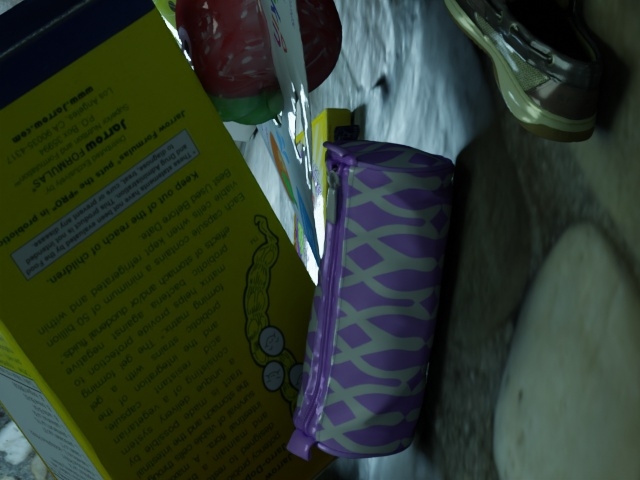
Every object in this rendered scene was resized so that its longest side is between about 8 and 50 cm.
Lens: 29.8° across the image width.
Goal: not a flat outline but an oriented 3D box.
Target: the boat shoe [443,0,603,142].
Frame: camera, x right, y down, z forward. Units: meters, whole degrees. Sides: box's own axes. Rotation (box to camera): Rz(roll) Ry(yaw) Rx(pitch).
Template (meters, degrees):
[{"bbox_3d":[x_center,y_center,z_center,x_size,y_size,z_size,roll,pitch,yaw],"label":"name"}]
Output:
[{"bbox_3d":[0.104,-0.112,0.597,0.152,0.056,0.049,-113,33,-40],"label":"boat shoe"}]

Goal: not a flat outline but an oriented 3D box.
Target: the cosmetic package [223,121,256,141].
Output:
[{"bbox_3d":[-0.099,-0.243,1.386,0.099,0.060,0.239,126,144,-66],"label":"cosmetic package"}]

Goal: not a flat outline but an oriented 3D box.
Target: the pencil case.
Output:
[{"bbox_3d":[0.031,0.035,0.763,0.086,0.088,0.206,17,108,43],"label":"pencil case"}]

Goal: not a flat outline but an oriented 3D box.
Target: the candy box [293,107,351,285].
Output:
[{"bbox_3d":[0.000,0.000,1.016,0.105,0.027,0.205,153,119,-70],"label":"candy box"}]

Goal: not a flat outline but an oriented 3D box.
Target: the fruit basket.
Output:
[{"bbox_3d":[-0.075,-0.186,0.815,0.327,0.165,0.353,85,170,-57],"label":"fruit basket"}]

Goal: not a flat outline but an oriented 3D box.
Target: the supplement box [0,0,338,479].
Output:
[{"bbox_3d":[-0.147,0.026,0.829,0.194,0.195,0.356,9,133,56],"label":"supplement box"}]
